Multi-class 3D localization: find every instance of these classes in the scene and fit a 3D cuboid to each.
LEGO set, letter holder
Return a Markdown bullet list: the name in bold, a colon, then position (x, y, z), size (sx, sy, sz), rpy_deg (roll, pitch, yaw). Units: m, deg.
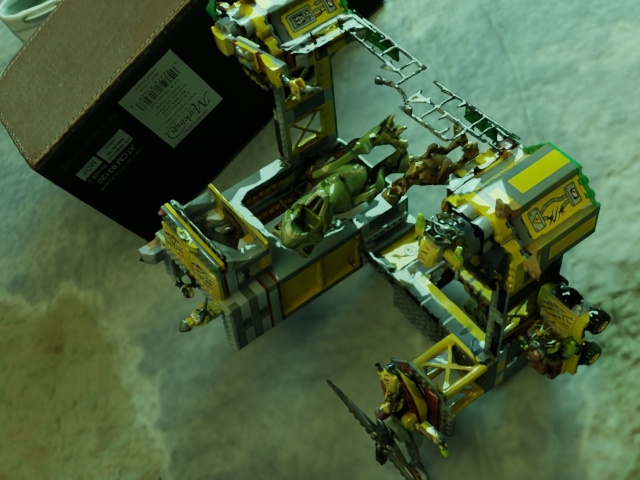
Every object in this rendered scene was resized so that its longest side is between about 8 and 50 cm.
- **LEGO set**: position (0.000, 0.000, 0.650), size (0.192, 0.255, 0.331), rpy_deg (-33, 64, -20)
- **letter holder**: position (-0.137, -0.194, 0.880), size (0.302, 0.152, 0.214), rpy_deg (-45, 53, 5)

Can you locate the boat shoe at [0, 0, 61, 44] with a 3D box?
- **boat shoe**: position (-0.221, -0.270, 1.004), size (0.226, 0.076, 0.083), rpy_deg (-41, 56, 7)
